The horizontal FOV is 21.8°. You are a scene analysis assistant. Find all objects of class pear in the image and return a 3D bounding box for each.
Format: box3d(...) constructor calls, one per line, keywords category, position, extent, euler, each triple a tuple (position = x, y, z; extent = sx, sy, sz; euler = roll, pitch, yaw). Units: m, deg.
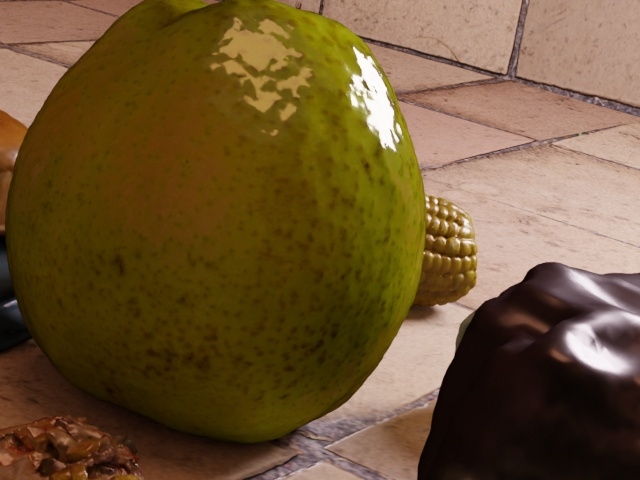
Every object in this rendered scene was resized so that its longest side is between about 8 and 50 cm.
box3d(category="pear", position=(-0.079, -0.030, 1.420), extent=(0.391, 0.391, 0.391), euler=(10, 16, -3))

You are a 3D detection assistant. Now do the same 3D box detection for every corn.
box3d(category="corn", position=(0.000, 0.000, 1.804), extent=(0.344, 0.131, 0.131), euler=(4, 17, -13))

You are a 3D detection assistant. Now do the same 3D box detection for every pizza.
box3d(category="pizza", position=(-0.176, 0.177, 1.209), extent=(0.195, 0.052, 0.185), euler=(21, 22, 32))

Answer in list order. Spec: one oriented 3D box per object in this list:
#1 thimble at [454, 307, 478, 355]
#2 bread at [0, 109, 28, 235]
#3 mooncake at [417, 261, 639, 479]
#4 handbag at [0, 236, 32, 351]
box3d(category="thimble", position=(0.213, 0.114, 1.539), extent=(0.118, 0.127, 0.151), euler=(-7, 28, -44))
box3d(category="bread", position=(-0.374, -0.088, 1.665), extent=(0.136, 0.107, 0.241), euler=(-1, 22, -42))
box3d(category="mooncake", position=(0.273, 0.160, 1.233), extent=(0.381, 0.212, 0.350), euler=(19, 15, 6))
box3d(category="handbag", position=(-0.330, 0.041, 1.571), extent=(0.179, 0.062, 0.229), euler=(14, 16, 22))
